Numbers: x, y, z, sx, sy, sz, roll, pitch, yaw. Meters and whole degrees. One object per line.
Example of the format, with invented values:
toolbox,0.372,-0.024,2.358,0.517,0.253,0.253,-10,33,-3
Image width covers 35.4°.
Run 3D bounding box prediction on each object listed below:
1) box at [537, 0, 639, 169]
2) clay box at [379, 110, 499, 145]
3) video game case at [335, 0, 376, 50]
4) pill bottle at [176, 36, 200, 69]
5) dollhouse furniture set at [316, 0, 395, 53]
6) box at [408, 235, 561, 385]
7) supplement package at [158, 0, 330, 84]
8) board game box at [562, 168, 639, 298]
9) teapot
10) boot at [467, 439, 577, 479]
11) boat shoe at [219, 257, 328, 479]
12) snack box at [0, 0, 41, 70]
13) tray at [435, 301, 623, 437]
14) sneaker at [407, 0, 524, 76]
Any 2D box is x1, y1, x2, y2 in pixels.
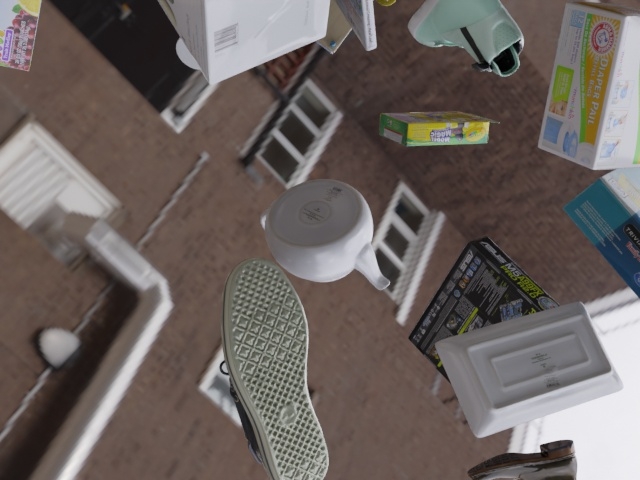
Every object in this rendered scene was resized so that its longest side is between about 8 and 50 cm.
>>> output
box,0.381,-0.206,1.332,0.103,0.203,0.114,-5,-158,-30
clay box,0.249,-0.234,2.092,0.222,0.053,0.127,-3,-162,-23
video game case,0.039,-0.458,1.702,0.023,0.193,0.212,-22,-124,-7
pill bottle,-0.178,-0.340,1.620,0.078,0.078,0.137,-29,-154,39
dollhouse furniture set,-0.039,-0.471,2.009,0.286,0.303,0.198,-55,-179,4
box,0.305,0.161,1.879,0.060,0.216,0.270,-17,143,-44
supplement package,-0.133,-0.404,1.411,0.198,0.262,0.199,-26,159,-16
board game box,0.535,-0.002,1.597,0.079,0.253,0.336,-43,170,27
teapot,0.000,0.000,2.214,0.253,0.187,0.256,-13,-133,1
boot,0.407,0.472,1.984,0.219,0.106,0.082,-15,180,3
boat shoe,-0.109,0.274,2.042,0.187,0.499,0.156,-20,-163,-24
snack box,-0.473,-0.355,1.385,0.070,0.175,0.207,-109,-146,-56
tray,0.301,0.172,1.403,0.271,0.145,0.030,-12,159,-27
sneaker,0.207,-0.281,1.416,0.094,0.151,0.256,-33,178,-4
